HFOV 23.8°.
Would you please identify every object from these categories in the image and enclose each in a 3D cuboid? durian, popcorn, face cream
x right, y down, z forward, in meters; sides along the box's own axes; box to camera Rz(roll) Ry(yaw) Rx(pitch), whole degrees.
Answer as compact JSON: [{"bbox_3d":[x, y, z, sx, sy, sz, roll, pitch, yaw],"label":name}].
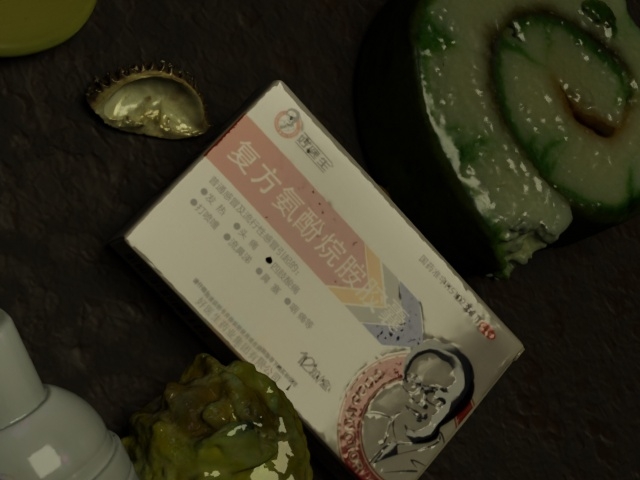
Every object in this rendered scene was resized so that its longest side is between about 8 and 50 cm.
[{"bbox_3d":[-0.152,-0.133,1.395,0.130,0.052,0.066,9,72,-31],"label":"durian"},{"bbox_3d":[-0.090,0.192,1.289,0.173,0.142,0.174,-4,95,-52],"label":"popcorn"},{"bbox_3d":[-0.204,0.203,1.134,0.145,0.145,0.370,-37,113,-36],"label":"face cream"}]

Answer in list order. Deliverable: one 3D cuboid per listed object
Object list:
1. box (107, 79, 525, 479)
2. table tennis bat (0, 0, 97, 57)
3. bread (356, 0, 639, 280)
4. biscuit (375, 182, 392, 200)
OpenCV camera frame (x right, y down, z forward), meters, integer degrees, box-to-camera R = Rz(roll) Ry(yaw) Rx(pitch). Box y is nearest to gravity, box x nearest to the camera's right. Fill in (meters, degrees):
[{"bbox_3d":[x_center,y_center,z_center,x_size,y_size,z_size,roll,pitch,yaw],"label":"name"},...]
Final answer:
[{"bbox_3d":[0.003,0.053,1.394,0.353,0.069,0.214,48,68,-13],"label":"box"},{"bbox_3d":[-0.349,-0.251,1.309,0.368,0.054,0.224,-17,83,-40],"label":"table tennis bat"},{"bbox_3d":[0.218,-0.132,1.588,0.366,0.129,0.382,27,62,-24],"label":"bread"},{"bbox_3d":[0.001,-0.001,1.463,0.249,0.035,0.184,41,57,-15],"label":"biscuit"}]
